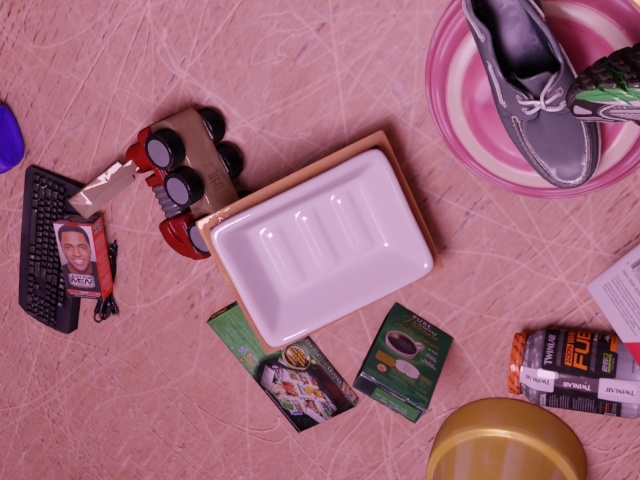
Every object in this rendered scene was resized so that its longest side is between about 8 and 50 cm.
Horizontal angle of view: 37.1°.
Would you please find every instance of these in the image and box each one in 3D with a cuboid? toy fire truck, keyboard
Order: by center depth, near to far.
[{"bbox_3d":[-0.248,-0.068,1.479,0.246,0.158,0.217,-11,110,46],"label":"toy fire truck"},{"bbox_3d":[-0.437,0.035,1.658,0.201,0.033,0.317,19,123,9],"label":"keyboard"}]

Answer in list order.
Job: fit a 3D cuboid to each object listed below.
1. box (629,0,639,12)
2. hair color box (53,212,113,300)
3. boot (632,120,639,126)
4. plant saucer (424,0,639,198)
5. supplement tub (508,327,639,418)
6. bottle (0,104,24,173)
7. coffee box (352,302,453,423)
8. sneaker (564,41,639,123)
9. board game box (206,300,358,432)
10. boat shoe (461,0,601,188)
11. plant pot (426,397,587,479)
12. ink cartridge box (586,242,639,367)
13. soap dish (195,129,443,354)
[{"bbox_3d":[0.541,-0.241,1.061,0.345,0.168,0.215,43,124,-7],"label":"box"},{"bbox_3d":[-0.396,0.028,1.596,0.072,0.043,0.141,4,118,15],"label":"hair color box"},{"bbox_3d":[0.416,-0.131,1.102,0.219,0.106,0.082,36,122,4],"label":"boot"},{"bbox_3d":[0.293,-0.197,1.229,0.332,0.084,0.332,9,121,15],"label":"plant saucer"},{"bbox_3d":[0.375,0.191,1.393,0.190,0.117,0.117,5,119,17],"label":"supplement tub"},{"bbox_3d":[-0.634,-0.158,1.586,0.283,0.092,0.118,-4,115,22],"label":"bottle"},{"bbox_3d":[0.128,0.182,1.440,0.113,0.184,0.040,30,126,0],"label":"coffee box"},{"bbox_3d":[0.428,-0.121,0.991,0.344,0.134,0.146,11,123,15],"label":"sneaker"},{"bbox_3d":[-0.064,0.204,1.615,0.136,0.030,0.259,-29,105,33],"label":"board game box"},{"bbox_3d":[0.248,-0.191,1.139,0.116,0.099,0.319,-16,111,27],"label":"boat shoe"},{"bbox_3d":[0.278,0.416,1.481,0.254,0.239,0.254,8,120,15],"label":"plant pot"},{"bbox_3d":[0.516,0.058,1.219,0.273,0.114,0.197,-46,61,34],"label":"ink cartridge box"},{"bbox_3d":[0.000,0.000,1.370,0.291,0.118,0.229,-27,109,0],"label":"soap dish"}]
